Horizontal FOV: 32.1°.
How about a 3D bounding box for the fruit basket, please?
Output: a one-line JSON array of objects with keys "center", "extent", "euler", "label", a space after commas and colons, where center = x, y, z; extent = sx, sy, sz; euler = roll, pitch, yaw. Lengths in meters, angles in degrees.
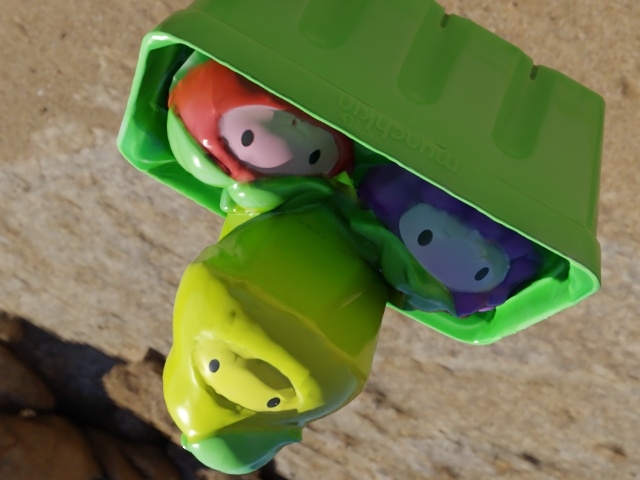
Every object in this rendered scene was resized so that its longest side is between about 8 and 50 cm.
[{"center": [0.000, 0.000, 0.866], "extent": [0.392, 0.392, 0.283], "euler": [31, 157, -5], "label": "fruit basket"}]
